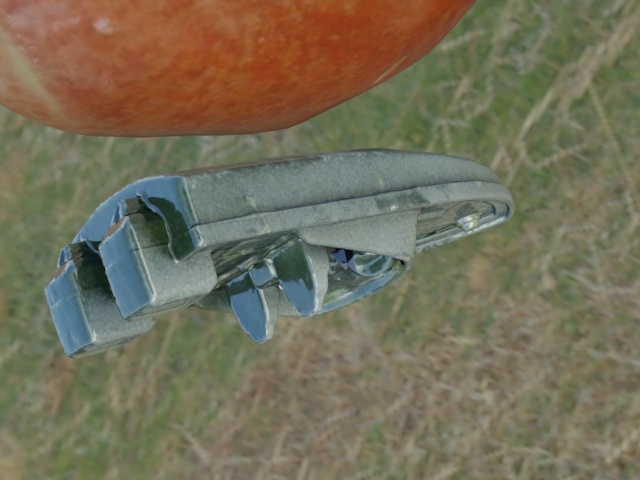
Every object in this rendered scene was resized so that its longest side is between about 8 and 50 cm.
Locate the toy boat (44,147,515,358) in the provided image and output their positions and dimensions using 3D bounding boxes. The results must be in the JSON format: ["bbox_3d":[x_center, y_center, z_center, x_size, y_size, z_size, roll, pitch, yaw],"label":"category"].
[{"bbox_3d":[0.000,0.000,0.925,0.141,0.319,0.092,-32,74,47],"label":"toy boat"}]

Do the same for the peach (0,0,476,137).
[{"bbox_3d":[-0.036,-0.164,0.493,0.257,0.232,0.232,-54,40,22],"label":"peach"}]
